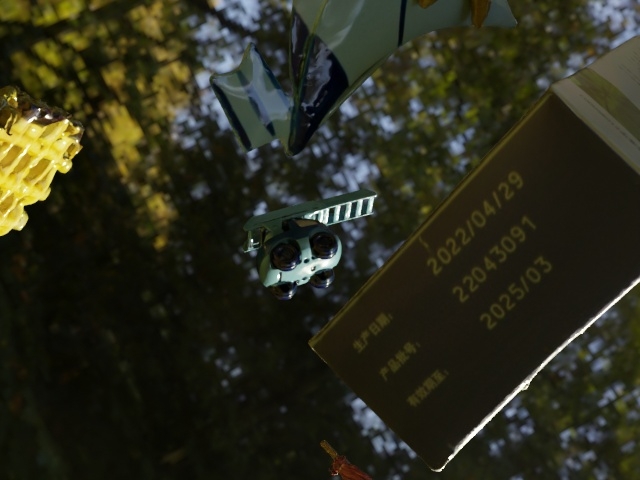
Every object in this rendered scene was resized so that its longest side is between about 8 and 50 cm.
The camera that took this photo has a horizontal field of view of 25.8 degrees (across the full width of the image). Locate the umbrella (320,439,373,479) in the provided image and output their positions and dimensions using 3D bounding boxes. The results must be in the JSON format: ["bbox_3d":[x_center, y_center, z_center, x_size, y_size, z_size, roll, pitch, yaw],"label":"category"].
[{"bbox_3d":[0.054,0.263,1.424,0.165,0.027,0.025,42,3,25],"label":"umbrella"}]

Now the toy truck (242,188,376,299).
[{"bbox_3d":[0.000,0.000,1.295,0.063,0.136,0.074,100,-30,-49],"label":"toy truck"}]

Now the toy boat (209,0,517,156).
[{"bbox_3d":[0.055,-0.158,0.731,0.067,0.291,0.220,47,-1,43],"label":"toy boat"}]

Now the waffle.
[{"bbox_3d":[-0.356,-0.055,1.456,0.060,0.312,0.307,44,-55,6],"label":"waffle"}]

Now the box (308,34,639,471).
[{"bbox_3d":[0.138,-0.008,0.844,0.106,0.200,0.299,44,24,5],"label":"box"}]
